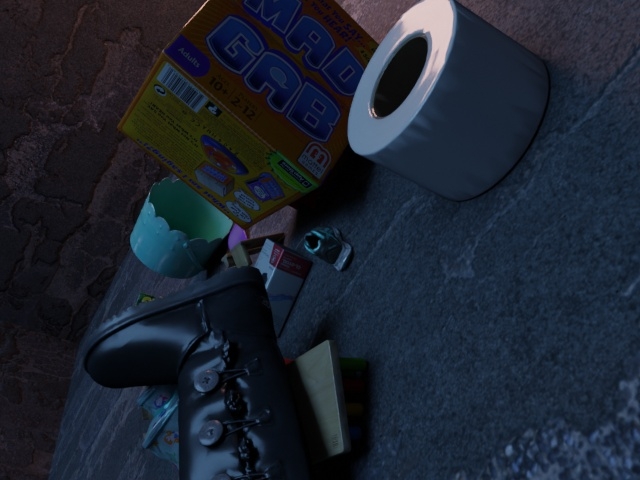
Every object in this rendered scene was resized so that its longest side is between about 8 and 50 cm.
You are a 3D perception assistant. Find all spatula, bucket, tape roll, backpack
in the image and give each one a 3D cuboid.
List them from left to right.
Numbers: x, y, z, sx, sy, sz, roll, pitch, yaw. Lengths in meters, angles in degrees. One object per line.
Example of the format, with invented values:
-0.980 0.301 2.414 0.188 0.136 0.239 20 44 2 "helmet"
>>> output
-0.419 -0.031 1.913 0.183 0.281 0.281 -54 26 29 "bucket"
-0.246 0.305 1.244 0.254 0.191 0.225 -60 8 -14 "backpack"
-0.215 0.062 1.681 0.084 0.030 0.296 -55 26 27 "spatula"
0.174 -0.198 0.918 0.246 0.169 0.246 -47 29 37 "tape roll"

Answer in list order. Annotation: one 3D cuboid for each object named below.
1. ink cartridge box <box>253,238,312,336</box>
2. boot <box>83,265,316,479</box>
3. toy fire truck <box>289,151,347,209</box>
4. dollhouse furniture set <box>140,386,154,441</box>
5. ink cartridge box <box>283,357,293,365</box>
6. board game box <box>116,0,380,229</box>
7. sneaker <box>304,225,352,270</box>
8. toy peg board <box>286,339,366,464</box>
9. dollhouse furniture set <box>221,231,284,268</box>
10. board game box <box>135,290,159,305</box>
-0.102 0.098 1.353 0.175 0.072 0.127 -66 24 1 "ink cartridge box"
-0.201 0.293 0.987 0.367 0.146 0.445 -28 52 11 "boot"
-0.016 -0.139 1.421 0.192 0.047 0.135 -56 22 18 "toy fire truck"
-0.347 0.398 1.631 0.303 0.173 0.356 -164 72 -65 "dollhouse furniture set"
-0.098 0.304 1.195 0.145 0.045 0.179 -5 67 63 "ink cartridge box"
-0.135 -0.298 1.326 0.356 0.356 0.356 -23 31 58 "board game box"
0.000 0.000 1.222 0.065 0.076 0.166 -64 23 4 "sneaker"
0.013 0.255 0.986 0.161 0.079 0.161 -41 50 48 "toy peg board"
-0.142 0.085 1.509 0.144 0.123 0.151 -37 72 49 "dollhouse furniture set"
-0.305 0.219 1.448 0.030 0.259 0.136 138 151 -77 "board game box"
